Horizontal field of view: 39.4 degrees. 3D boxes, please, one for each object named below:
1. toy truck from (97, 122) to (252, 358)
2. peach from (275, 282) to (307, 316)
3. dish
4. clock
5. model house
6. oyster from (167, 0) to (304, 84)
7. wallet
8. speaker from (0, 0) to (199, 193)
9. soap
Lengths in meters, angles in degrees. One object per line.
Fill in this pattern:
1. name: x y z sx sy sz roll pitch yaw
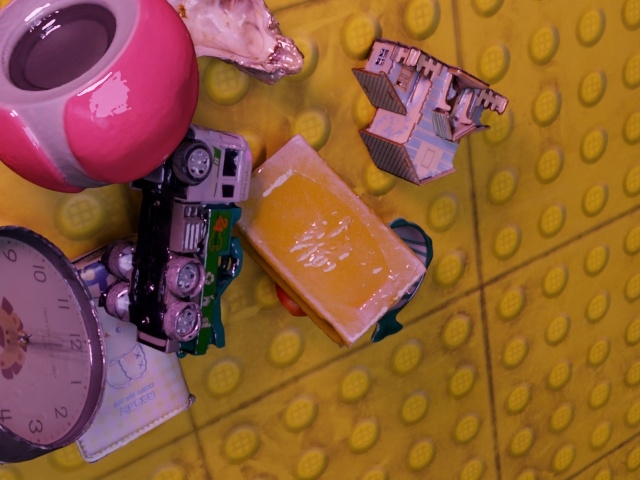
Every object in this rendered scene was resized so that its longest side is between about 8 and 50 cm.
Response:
1. toy truck: -0.204 0.002 1.325 0.178 0.177 0.363 -7 106 -50
2. peach: -0.015 0.061 1.558 0.118 0.151 0.151 -7 121 18
3. dish: 0.106 0.059 1.641 0.224 0.078 0.246 -19 124 -38
4. clock: -0.390 0.130 1.163 0.061 0.312 0.312 -17 126 18
5. model house: 0.176 -0.201 1.538 0.271 0.178 0.206 19 99 -40
6. oyster: -0.133 -0.319 1.344 0.233 0.107 0.161 29 92 -19
7. wallet: -0.334 0.169 1.405 0.223 0.077 0.309 -25 116 -23
8. speaker: -0.292 -0.203 1.146 0.294 0.294 0.294 -13 115 -29
9. soap: 0.000 0.000 1.456 0.199 0.091 0.315 -43 93 -13
